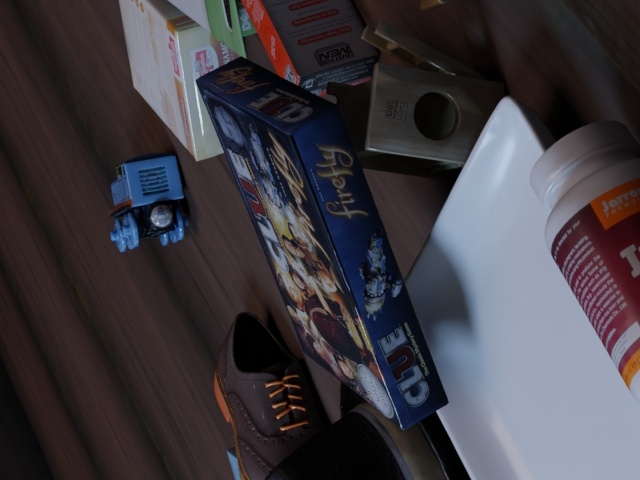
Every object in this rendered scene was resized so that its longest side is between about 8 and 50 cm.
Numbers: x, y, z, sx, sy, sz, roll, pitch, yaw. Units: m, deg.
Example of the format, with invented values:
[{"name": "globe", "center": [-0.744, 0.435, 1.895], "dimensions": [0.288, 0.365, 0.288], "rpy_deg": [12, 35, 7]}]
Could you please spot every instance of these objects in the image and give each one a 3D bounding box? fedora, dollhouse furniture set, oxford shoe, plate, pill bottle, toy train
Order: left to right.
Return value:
[{"name": "toy train", "center": [-0.207, -0.045, 2.152], "dimensions": [0.184, 0.080, 0.105], "rpy_deg": [166, 95, -75]}, {"name": "oxford shoe", "center": [-0.044, 0.184, 1.851], "dimensions": [0.271, 0.097, 0.098], "rpy_deg": [-125, 30, -43]}, {"name": "fedora", "center": [0.032, 0.280, 1.612], "dimensions": [0.334, 0.152, 0.334], "rpy_deg": [161, 90, -72]}, {"name": "dollhouse furniture set", "center": [0.061, -0.129, 1.281], "dimensions": [0.182, 0.101, 0.161], "rpy_deg": [175, 102, -73]}, {"name": "plate", "center": [0.154, 0.087, 1.184], "dimensions": [0.277, 0.045, 0.278], "rpy_deg": [62, 152, 25]}, {"name": "pill bottle", "center": [0.179, 0.011, 1.010], "dimensions": [0.086, 0.086, 0.152], "rpy_deg": [101, 146, -57]}]

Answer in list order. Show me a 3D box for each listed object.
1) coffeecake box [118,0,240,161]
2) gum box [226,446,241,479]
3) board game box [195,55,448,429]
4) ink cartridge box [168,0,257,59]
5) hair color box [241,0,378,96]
[{"name": "coffeecake box", "center": [-0.135, -0.185, 1.797], "dimensions": [0.185, 0.068, 0.142], "rpy_deg": [-132, 29, -52]}, {"name": "gum box", "center": [-0.044, 0.336, 2.083], "dimensions": [0.157, 0.041, 0.184], "rpy_deg": [21, 128, 67]}, {"name": "board game box", "center": [0.000, 0.000, 1.287], "dimensions": [0.165, 0.042, 0.243], "rpy_deg": [33, 149, 59]}, {"name": "ink cartridge box", "center": [-0.087, -0.245, 1.602], "dimensions": [0.209, 0.062, 0.109], "rpy_deg": [-137, 33, -56]}, {"name": "hair color box", "center": [-0.016, -0.183, 1.434], "dimensions": [0.043, 0.072, 0.141], "rpy_deg": [106, 143, -60]}]
